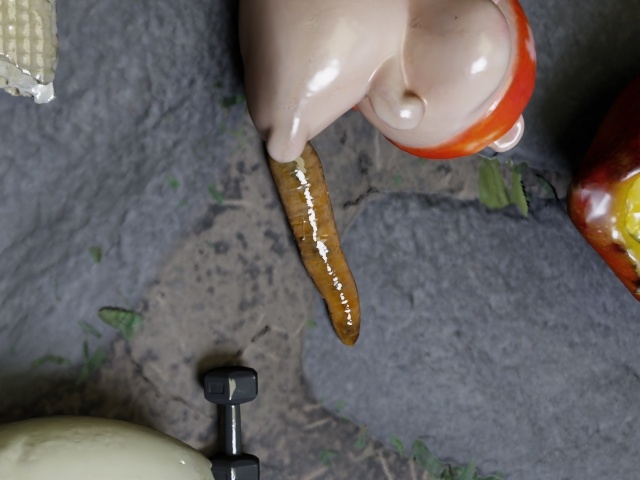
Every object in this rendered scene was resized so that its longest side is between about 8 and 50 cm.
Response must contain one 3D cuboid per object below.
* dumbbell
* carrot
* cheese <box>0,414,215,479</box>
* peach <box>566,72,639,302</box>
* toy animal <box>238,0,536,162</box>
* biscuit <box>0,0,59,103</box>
[{"bbox_3d":[-0.059,0.126,1.052,0.036,0.040,0.083,-1,93,0],"label":"dumbbell"},{"bbox_3d":[-0.001,0.001,1.084,0.035,0.035,0.165,-26,108,-28],"label":"carrot"},{"bbox_3d":[-0.159,0.237,0.948,0.233,0.127,0.266,-11,96,-28],"label":"cheese"},{"bbox_3d":[0.327,-0.042,1.193,0.361,0.201,0.258,7,120,-18],"label":"peach"},{"bbox_3d":[0.047,-0.130,1.036,0.197,0.171,0.171,-2,94,-24],"label":"toy animal"},{"bbox_3d":[-0.210,-0.200,0.928,0.108,0.062,0.239,-3,95,-31],"label":"biscuit"}]
